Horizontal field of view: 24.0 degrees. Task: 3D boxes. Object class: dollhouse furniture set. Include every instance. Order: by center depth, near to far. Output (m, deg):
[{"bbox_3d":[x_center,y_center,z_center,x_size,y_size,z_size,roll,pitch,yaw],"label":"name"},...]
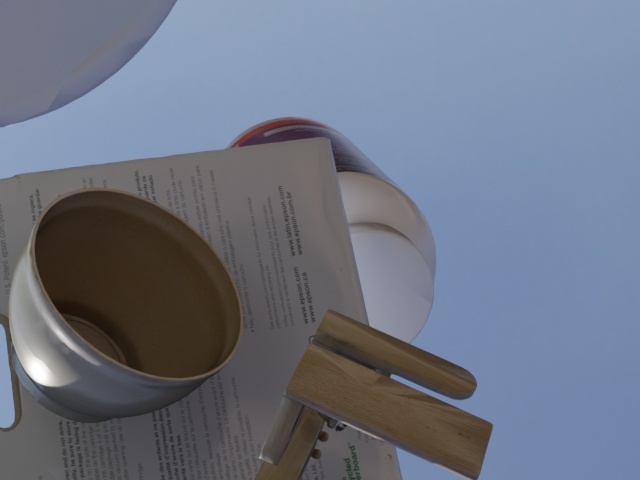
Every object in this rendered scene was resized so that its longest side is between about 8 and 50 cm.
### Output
[{"bbox_3d":[0.030,0.142,0.968,0.123,0.151,0.144,23,-151,4],"label":"dollhouse furniture set"}]

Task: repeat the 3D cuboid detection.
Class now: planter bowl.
[{"bbox_3d":[-0.149,0.060,1.047,0.162,0.109,0.162,25,-142,-21],"label":"planter bowl"}]

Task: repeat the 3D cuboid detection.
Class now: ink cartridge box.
[{"bbox_3d":[-0.124,0.093,1.163,0.330,0.324,0.071,-8,159,-8],"label":"ink cartridge box"}]

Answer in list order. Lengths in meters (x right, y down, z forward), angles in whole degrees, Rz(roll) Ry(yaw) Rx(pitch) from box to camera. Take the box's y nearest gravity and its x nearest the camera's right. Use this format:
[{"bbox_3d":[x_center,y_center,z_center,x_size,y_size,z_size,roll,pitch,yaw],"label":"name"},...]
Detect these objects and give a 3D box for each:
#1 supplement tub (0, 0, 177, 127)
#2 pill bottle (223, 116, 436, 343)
[{"bbox_3d":[-0.200,-0.188,0.690,0.241,0.241,0.331,-8,-159,-23],"label":"supplement tub"},{"bbox_3d":[0.000,0.000,1.453,0.181,0.182,0.323,-4,-161,-14],"label":"pill bottle"}]
